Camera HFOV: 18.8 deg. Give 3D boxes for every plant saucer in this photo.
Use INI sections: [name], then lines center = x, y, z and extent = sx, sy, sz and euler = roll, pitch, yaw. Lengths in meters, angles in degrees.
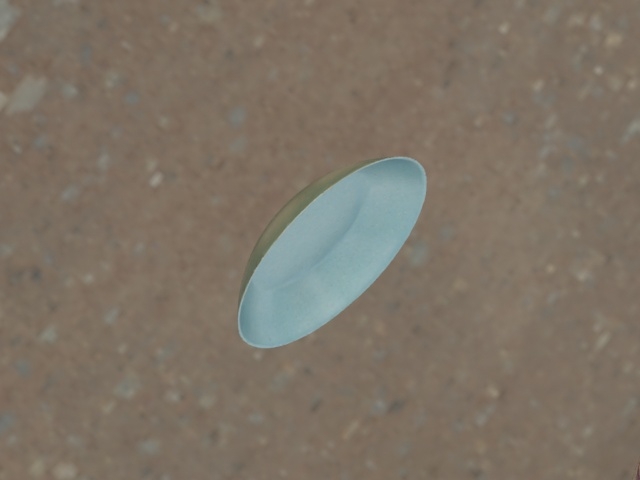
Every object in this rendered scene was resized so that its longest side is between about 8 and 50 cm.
[plant saucer]
center = 0.000, 0.000, 1.504
extent = 0.195, 0.037, 0.195
euler = -36, 155, -20

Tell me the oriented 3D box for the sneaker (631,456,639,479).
[sneaker]
center = 0.362, 0.185, 1.529
extent = 0.305, 0.152, 0.114
euler = -36, -155, 54
